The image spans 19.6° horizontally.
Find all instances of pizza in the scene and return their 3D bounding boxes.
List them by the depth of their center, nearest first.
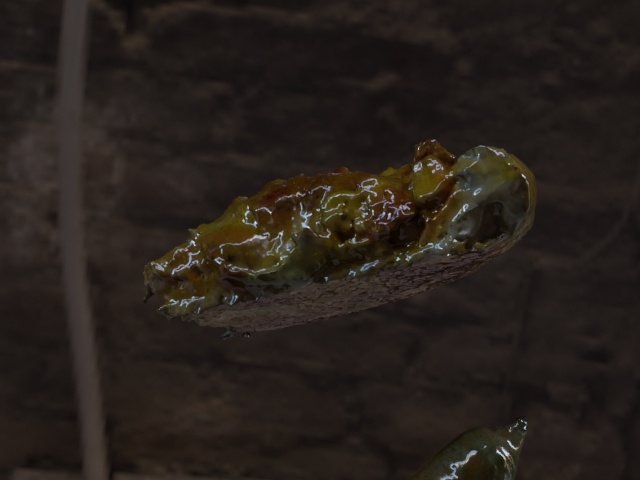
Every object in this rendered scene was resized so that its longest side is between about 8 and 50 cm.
[{"bbox_3d":[0.000,0.000,1.143,0.226,0.086,0.335,-6,-8,-28],"label":"pizza"}]

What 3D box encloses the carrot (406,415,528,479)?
[{"bbox_3d":[-0.001,0.211,1.022,0.342,0.070,0.070,-38,40,-21],"label":"carrot"}]
